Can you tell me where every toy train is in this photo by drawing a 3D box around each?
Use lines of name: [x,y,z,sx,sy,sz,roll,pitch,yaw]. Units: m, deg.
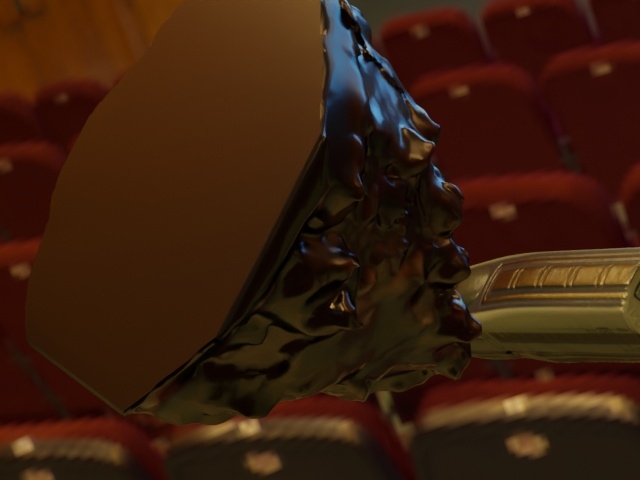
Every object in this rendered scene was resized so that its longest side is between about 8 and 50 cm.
toy train: [0.112,0.035,1.104,0.252,0.048,0.055,-5,57,61]

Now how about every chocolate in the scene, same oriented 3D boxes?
chocolate: [0.000,0.000,0.903,0.224,0.177,0.206,24,86,59]
